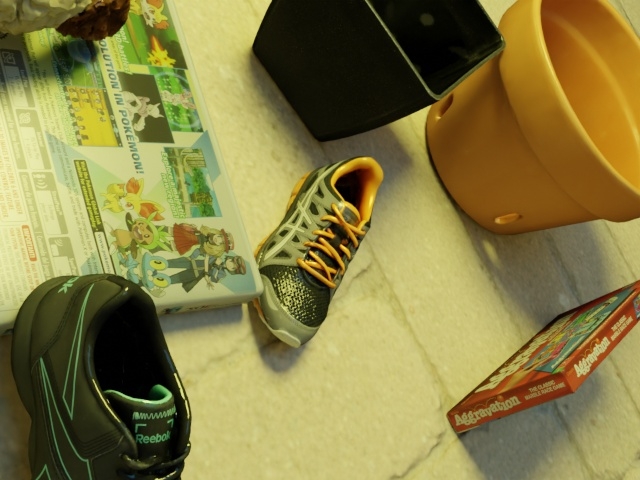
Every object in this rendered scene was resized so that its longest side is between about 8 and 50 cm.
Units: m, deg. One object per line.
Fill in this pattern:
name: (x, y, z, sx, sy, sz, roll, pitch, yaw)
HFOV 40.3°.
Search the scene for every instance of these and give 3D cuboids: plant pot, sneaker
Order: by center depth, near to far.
sneaker: (-0.134, 0.149, 0.549, 0.101, 0.106, 0.267, -6, 83, -47)
sneaker: (0.000, 0.000, 0.797, 0.084, 0.083, 0.214, 37, 48, -25)
plant pot: (0.044, -0.209, 0.896, 0.188, 0.167, 0.187, 55, 42, -6)
plant pot: (0.266, -0.136, 1.034, 0.291, 0.203, 0.290, 22, 55, -35)

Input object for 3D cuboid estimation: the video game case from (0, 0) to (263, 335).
video game case: (-0.211, -0.092, 0.685, 0.300, 0.036, 0.329, -4, 69, -45)

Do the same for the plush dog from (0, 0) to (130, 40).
plush dog: (-0.219, -0.256, 0.623, 0.262, 0.211, 0.225, 7, 78, -40)

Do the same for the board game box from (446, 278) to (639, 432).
board game box: (0.260, 0.114, 0.932, 0.281, 0.145, 0.027, -26, 84, -48)
